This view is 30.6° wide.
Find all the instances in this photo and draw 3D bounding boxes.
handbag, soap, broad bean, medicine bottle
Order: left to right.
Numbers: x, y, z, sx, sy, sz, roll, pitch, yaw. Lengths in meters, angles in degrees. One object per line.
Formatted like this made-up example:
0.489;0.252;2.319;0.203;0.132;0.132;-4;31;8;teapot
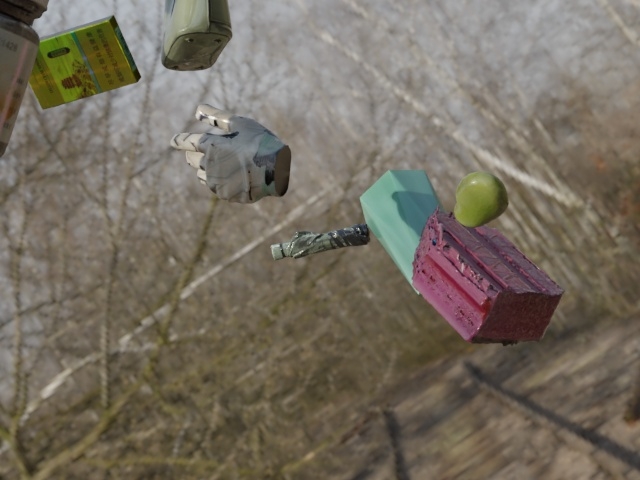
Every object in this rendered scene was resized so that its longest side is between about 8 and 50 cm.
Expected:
-0.448;-0.253;1.504;0.165;0.165;0.273;10;-82;-82;medicine bottle
-0.236;-0.470;2.056;0.109;0.315;0.241;-5;-11;-22;handbag
0.230;0.046;1.733;0.162;0.250;0.099;1;-59;-31;soap
0.188;-0.048;1.371;0.045;0.063;0.083;-58;-5;-36;broad bean

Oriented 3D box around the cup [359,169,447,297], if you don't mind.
0.176;0.000;2.081;0.134;0.235;0.148;-24;-39;-2;cup

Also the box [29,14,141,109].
-0.424;-0.308;2.038;0.193;0.121;0.030;-13;27;18;box

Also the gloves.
-0.149;-0.128;1.792;0.111;0.212;0.127;-56;-33;-47;gloves

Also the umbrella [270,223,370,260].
0.000;0.000;2.188;0.188;0.050;0.046;-11;-1;8;umbrella
